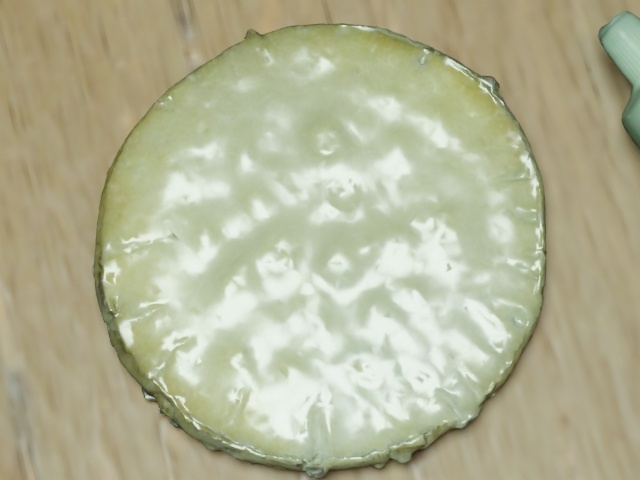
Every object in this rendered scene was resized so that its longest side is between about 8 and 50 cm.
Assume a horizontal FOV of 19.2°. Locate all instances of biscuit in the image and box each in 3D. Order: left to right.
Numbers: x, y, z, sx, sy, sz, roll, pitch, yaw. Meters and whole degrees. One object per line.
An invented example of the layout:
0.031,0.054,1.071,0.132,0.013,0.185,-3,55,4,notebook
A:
0.000,0.000,0.598,0.152,0.020,0.152,-1,74,2,biscuit

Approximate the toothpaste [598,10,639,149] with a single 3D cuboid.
0.163,0.019,0.577,0.060,0.038,0.233,-35,78,-16,toothpaste
